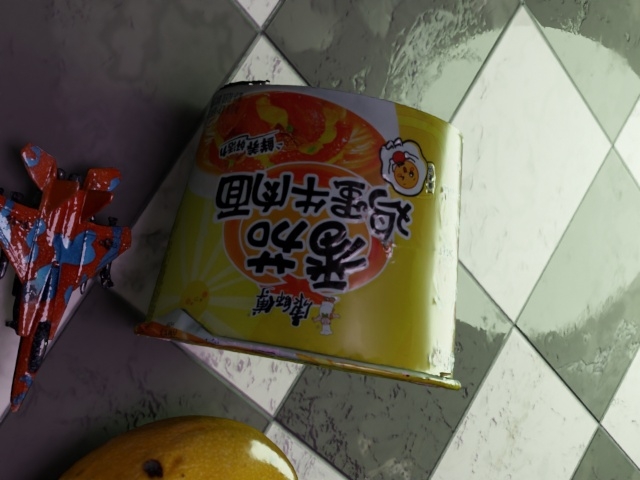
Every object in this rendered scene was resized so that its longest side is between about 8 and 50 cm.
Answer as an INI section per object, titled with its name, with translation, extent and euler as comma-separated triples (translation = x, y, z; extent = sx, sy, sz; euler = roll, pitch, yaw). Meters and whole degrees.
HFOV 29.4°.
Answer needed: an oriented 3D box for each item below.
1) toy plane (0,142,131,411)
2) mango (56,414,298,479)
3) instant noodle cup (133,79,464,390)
[toy plane]
translation = -0.204, 0.030, 0.890
extent = 0.130, 0.061, 0.189
euler = 16, 94, -46
[mango]
translation = -0.130, 0.224, 0.981
extent = 0.262, 0.109, 0.157
euler = -18, 103, -45
[instant noodle cup]
translation = 0.000, 0.000, 0.955
extent = 0.264, 0.264, 0.200
euler = 18, 80, -45
